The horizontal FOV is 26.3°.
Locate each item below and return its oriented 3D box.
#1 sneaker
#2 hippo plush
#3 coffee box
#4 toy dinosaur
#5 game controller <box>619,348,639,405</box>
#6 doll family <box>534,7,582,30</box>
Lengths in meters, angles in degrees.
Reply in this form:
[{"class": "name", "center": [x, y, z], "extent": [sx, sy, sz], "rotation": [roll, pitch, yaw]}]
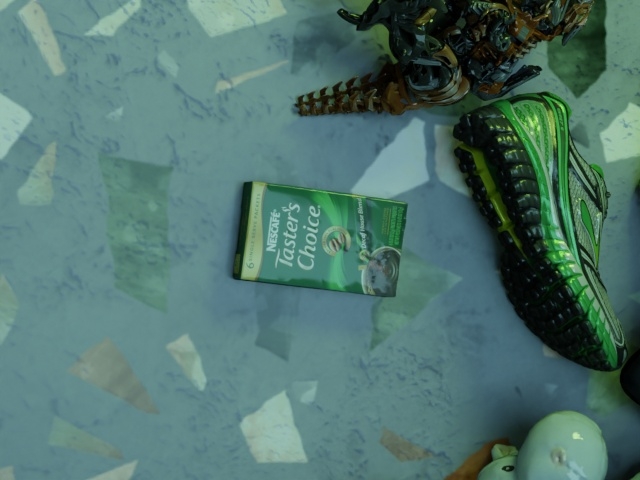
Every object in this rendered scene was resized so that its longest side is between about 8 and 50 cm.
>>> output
[{"class": "sneaker", "center": [0.283, -0.009, 1.552], "extent": [0.146, 0.134, 0.343], "rotation": [-26, 102, -22]}, {"class": "hippo plush", "center": [0.300, 0.300, 1.557], "extent": [0.236, 0.234, 0.294], "rotation": [38, 123, 4]}, {"class": "coffee box", "center": [0.000, 0.000, 1.516], "extent": [0.184, 0.040, 0.113], "rotation": [9, 89, -16]}, {"class": "toy dinosaur", "center": [0.125, -0.213, 1.465], "extent": [0.322, 0.164, 0.218], "rotation": [-39, 128, -1]}, {"class": "game controller", "center": [0.501, 0.184, 1.604], "extent": [0.319, 0.067, 0.166], "rotation": [31, 127, -26]}, {"class": "doll family", "center": [0.223, -0.304, 1.537], "extent": [0.193, 0.111, 0.076], "rotation": [25, 84, -16]}]
